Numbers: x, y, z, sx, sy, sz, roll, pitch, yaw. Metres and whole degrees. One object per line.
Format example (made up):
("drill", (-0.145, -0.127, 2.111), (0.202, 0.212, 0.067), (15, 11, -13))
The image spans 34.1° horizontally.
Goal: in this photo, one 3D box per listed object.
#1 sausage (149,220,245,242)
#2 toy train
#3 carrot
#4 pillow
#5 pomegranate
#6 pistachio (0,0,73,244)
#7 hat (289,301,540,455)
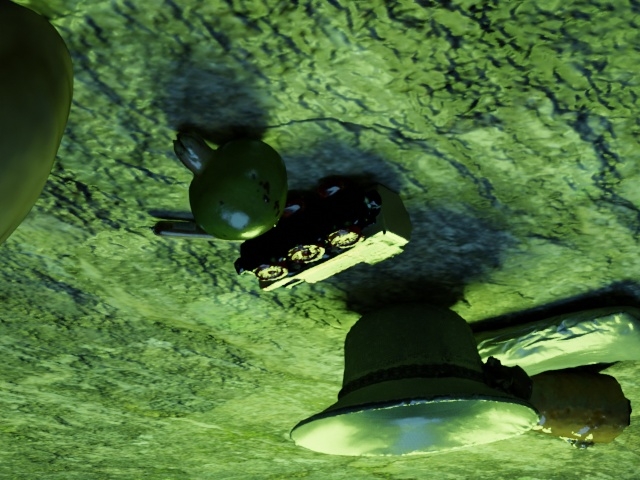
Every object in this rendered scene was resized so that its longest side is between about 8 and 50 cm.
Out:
("sausage", (-0.089, -0.007, 0.848), (0.100, 0.015, 0.015), (3, 157, -17))
("toy train", (0.000, 0.000, 0.820), (0.138, 0.050, 0.087), (-25, 150, 28))
("carrot", (0.264, 0.198, 1.318), (0.263, 0.102, 0.102), (11, 154, -23))
("pillow", (0.264, 0.117, 1.165), (0.229, 0.050, 0.148), (-19, 148, 33))
("pomegranate", (-0.065, -0.036, 0.713), (0.084, 0.073, 0.073), (16, 157, 0))
("pistachio", (-0.249, -0.020, 0.509), (0.293, 0.162, 0.181), (-40, 160, -9))
("hat", (0.091, 0.133, 1.065), (0.257, 0.130, 0.257), (-3, 159, -1))
